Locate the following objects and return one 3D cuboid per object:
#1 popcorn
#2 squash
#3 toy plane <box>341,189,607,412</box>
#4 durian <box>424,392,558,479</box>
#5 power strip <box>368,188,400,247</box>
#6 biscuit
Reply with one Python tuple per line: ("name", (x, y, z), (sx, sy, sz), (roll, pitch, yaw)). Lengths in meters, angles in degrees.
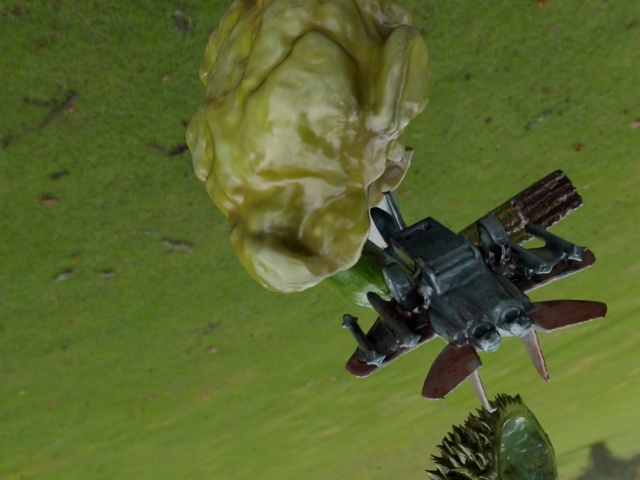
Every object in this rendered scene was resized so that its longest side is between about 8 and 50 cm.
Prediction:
("popcorn", (-0.027, -0.134, 0.916), (0.294, 0.292, 0.334), (9, 116, 17))
("squash", (0.000, 0.000, 1.210), (0.101, 0.379, 0.101), (-18, 124, -28))
("toy plane", (0.097, 0.019, 0.708), (0.223, 0.326, 0.104), (-26, 124, -5))
("durian", (0.276, 0.423, 1.270), (0.198, 0.394, 0.163), (22, 138, -28))
("power strip", (0.008, -0.086, 1.448), (0.265, 0.193, 0.059), (3, -156, 27))
("biscuit", (0.300, -0.016, 1.373), (0.107, 0.073, 0.388), (-31, 174, -17))
